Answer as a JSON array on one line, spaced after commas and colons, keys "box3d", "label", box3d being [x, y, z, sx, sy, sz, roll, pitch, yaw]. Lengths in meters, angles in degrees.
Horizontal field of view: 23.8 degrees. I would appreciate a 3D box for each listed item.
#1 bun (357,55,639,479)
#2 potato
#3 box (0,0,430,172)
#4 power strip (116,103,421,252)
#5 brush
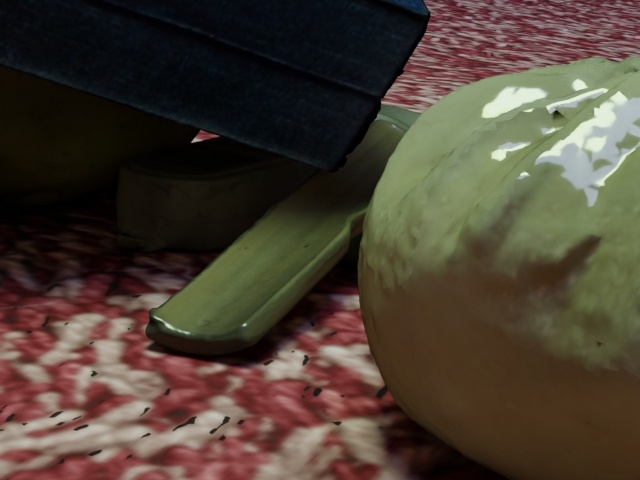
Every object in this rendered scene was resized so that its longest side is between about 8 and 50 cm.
[{"box3d": [0.143, 0.006, 0.543, 0.259, 0.160, 0.259, 6, 16, -2], "label": "bun"}, {"box3d": [-0.164, -0.101, 0.891, 0.197, 0.148, 0.228, 32, 24, -5], "label": "potato"}, {"box3d": [-0.104, -0.188, 0.809, 0.261, 0.116, 0.279, 15, 35, -25], "label": "box"}, {"box3d": [-0.021, -0.040, 0.900, 0.080, 0.048, 0.286, 12, 18, 33], "label": "power strip"}, {"box3d": [0.000, 0.000, 0.759, 0.054, 0.048, 0.282, 6, 22, 21], "label": "brush"}]
